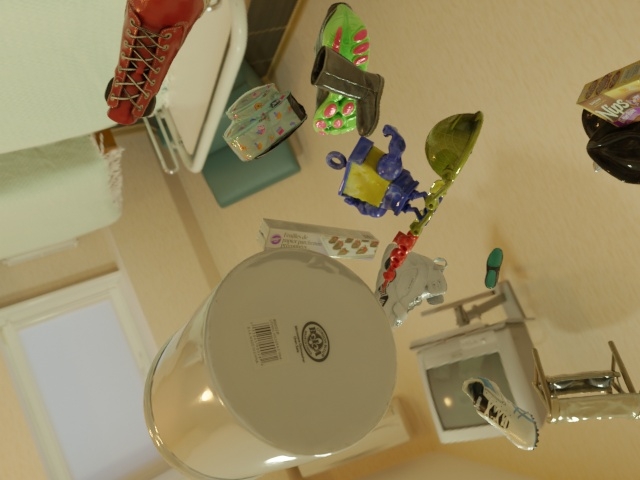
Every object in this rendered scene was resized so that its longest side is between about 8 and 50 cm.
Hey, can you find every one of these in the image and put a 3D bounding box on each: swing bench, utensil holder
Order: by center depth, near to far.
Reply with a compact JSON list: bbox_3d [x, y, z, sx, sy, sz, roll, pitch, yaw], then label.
[{"bbox_3d":[-0.098,0.226,0.839,0.328,0.327,0.385,-20,165,-37],"label":"utensil holder"},{"bbox_3d":[0.812,0.458,1.514,0.254,0.165,0.254,-7,-156,12],"label":"swing bench"}]

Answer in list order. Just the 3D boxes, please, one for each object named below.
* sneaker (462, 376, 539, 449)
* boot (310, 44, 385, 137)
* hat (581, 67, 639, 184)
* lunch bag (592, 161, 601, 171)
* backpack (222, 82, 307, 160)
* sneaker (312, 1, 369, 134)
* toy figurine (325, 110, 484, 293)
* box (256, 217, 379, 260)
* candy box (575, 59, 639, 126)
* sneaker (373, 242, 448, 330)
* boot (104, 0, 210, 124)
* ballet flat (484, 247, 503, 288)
[{"bbox_3d":[0.404,0.392,1.120,0.086,0.085,0.237,8,-168,-15],"label":"sneaker"},{"bbox_3d":[0.067,-0.382,1.282,0.209,0.189,0.076,6,-178,-43],"label":"boot"},{"bbox_3d":[0.681,-0.204,1.063,0.134,0.331,0.331,-36,177,-11],"label":"hat"},{"bbox_3d":[0.743,-0.217,1.271,0.083,0.053,0.071,-59,163,4],"label":"lunch bag"},{"bbox_3d":[-0.150,-0.286,1.199,0.188,0.144,0.166,-49,-152,-6],"label":"backpack"},{"bbox_3d":[0.066,-0.537,1.599,0.186,0.202,0.482,-1,146,-9],"label":"sneaker"},{"bbox_3d":[0.096,-0.097,0.835,0.191,0.217,0.362,-53,169,-28],"label":"toy figurine"},{"bbox_3d":[0.000,0.000,1.267,0.324,0.063,0.067,6,-157,-30],"label":"box"},{"bbox_3d":[0.597,-0.279,0.942,0.053,0.109,0.187,-65,-175,-1],"label":"candy box"},{"bbox_3d":[0.268,0.188,1.501,0.211,0.365,0.137,10,155,13],"label":"sneaker"},{"bbox_3d":[-0.205,-0.227,0.584,0.089,0.176,0.244,23,175,-19],"label":"boot"},{"bbox_3d":[0.468,0.076,1.334,0.041,0.114,0.041,15,175,1],"label":"ballet flat"}]
